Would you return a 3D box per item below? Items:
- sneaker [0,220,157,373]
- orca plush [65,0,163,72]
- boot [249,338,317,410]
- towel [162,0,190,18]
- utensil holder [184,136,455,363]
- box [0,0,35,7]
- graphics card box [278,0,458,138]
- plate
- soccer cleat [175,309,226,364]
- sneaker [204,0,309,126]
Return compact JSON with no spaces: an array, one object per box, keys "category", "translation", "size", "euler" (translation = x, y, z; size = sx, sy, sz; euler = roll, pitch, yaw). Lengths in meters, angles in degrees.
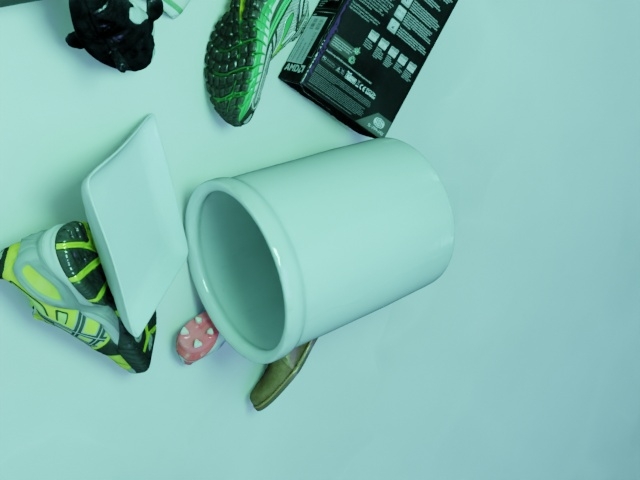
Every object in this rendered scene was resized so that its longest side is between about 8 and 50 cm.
[{"category":"sneaker","translation":[-0.384,0.098,1.413],"size":[0.384,0.147,0.145],"euler":[69,19,-50]},{"category":"orca plush","translation":[-0.282,-0.297,1.228],"size":[0.151,0.287,0.102],"euler":[-21,79,-16]},{"category":"boot","translation":[-0.072,0.205,1.762],"size":[0.115,0.112,0.305],"euler":[34,89,-14]},{"category":"towel","translation":[-0.232,-0.537,1.317],"size":[0.248,0.038,0.324],"euler":[28,88,-45]},{"category":"utensil holder","translation":[0.000,0.000,1.549],"size":[0.386,0.328,0.327],"euler":[-21,121,-33]},{"category":"box","translation":[-0.459,-0.426,1.112],"size":[0.308,0.076,0.242],"euler":[-19,120,-25]},{"category":"graphics card box","translation":[0.106,-0.404,1.615],"size":[0.233,0.094,0.370],"euler":[29,88,-37]},{"category":"plate","translation":[-0.299,-0.029,1.380],"size":[0.277,0.045,0.277],"euler":[-72,155,-59]},{"category":"soccer cleat","translation":[-0.177,0.148,1.649],"size":[0.248,0.083,0.095],"euler":[-37,162,-32]},{"category":"sneaker","translation":[-0.086,-0.354,1.455],"size":[0.146,0.134,0.343],"euler":[14,98,-44]}]
